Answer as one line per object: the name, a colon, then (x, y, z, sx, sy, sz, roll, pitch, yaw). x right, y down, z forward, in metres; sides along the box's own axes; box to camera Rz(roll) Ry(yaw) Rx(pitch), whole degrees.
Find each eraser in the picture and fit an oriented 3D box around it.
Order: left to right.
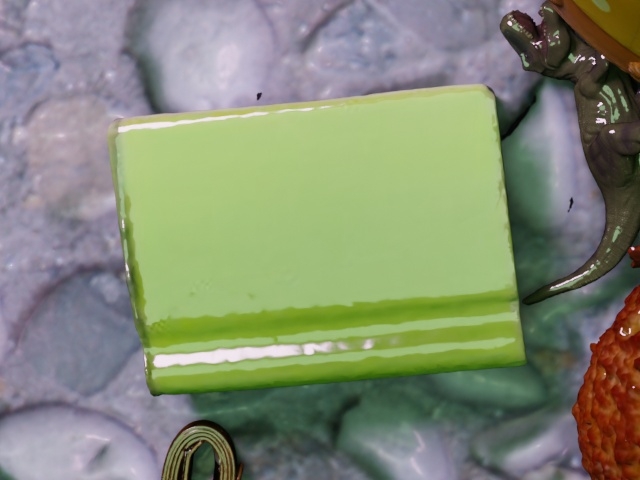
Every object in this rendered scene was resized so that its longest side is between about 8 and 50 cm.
eraser: (0.000, 0.000, 1.406, 0.274, 0.092, 0.210, -7, 93, 4)

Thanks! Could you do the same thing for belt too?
belt: (-0.088, 0.175, 1.450, 0.059, 0.036, 0.083, 8, 94, -2)

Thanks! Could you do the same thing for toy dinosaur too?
toy dinosaur: (0.185, -0.073, 1.418, 0.179, 0.087, 0.187, -43, 70, 37)

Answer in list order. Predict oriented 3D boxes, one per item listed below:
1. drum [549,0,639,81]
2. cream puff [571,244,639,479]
drum: (0.320, -0.291, 1.239, 0.431, 0.214, 0.431, 0, 76, -2)
cream puff: (0.337, 0.118, 1.315, 0.350, 0.228, 0.350, 0, 91, 5)
